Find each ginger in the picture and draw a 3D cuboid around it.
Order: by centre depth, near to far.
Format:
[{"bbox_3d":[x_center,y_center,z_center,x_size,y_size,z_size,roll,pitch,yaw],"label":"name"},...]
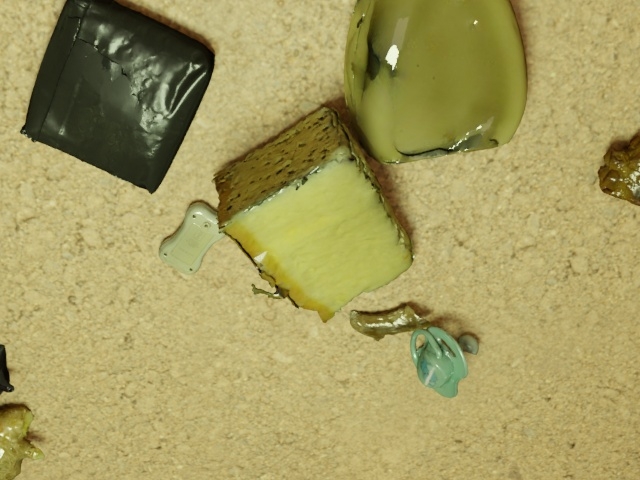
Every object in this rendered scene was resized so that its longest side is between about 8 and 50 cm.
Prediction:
[{"bbox_3d":[0.119,0.139,1.433,0.137,0.044,0.057,-9,149,9],"label":"ginger"},{"bbox_3d":[-0.592,0.354,1.490,0.216,0.102,0.157,16,91,-6],"label":"ginger"}]

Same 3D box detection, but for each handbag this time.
[{"bbox_3d":[-0.289,-0.205,1.194,0.223,0.080,0.247,24,116,-15],"label":"handbag"}]

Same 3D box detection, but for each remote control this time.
[{"bbox_3d":[-0.202,-0.003,1.341,0.074,0.032,0.122,33,113,-19],"label":"remote control"}]

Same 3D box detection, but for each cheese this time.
[{"bbox_3d":[0.152,-0.264,1.161,0.259,0.128,0.316,-16,123,-5],"label":"cheese"}]

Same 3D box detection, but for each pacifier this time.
[{"bbox_3d":[0.219,0.195,1.450,0.116,0.127,0.150,-28,144,-27],"label":"pacifier"}]

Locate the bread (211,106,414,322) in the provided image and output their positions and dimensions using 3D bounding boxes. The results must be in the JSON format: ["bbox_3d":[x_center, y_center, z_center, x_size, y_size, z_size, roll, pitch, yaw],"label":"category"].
[{"bbox_3d":[0.000,0.000,1.226,0.248,0.279,0.315,-33,104,8],"label":"bread"}]

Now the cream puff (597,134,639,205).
[{"bbox_3d":[0.483,-0.104,1.285,0.122,0.094,0.116,-32,122,-11],"label":"cream puff"}]

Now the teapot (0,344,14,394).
[{"bbox_3d":[-0.603,0.237,1.424,0.177,0.096,0.087,3,120,-4],"label":"teapot"}]
